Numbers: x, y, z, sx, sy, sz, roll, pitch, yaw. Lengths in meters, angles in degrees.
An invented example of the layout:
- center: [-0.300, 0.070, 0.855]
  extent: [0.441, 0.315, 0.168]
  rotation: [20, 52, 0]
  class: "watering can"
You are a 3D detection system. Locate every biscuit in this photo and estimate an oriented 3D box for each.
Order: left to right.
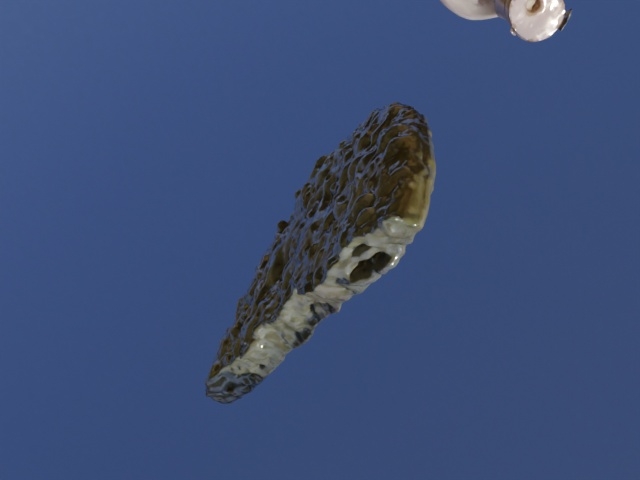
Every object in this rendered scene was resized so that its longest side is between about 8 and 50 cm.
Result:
- center: [0.002, -0.004, 0.676]
  extent: [0.032, 0.250, 0.133]
  rotation: [26, -123, -12]
  class: "biscuit"

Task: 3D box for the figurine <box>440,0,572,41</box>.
- center: [0.126, -0.250, 1.005]
  extent: [0.200, 0.133, 0.276]
  rotation: [-26, -150, -2]
  class: "figurine"
